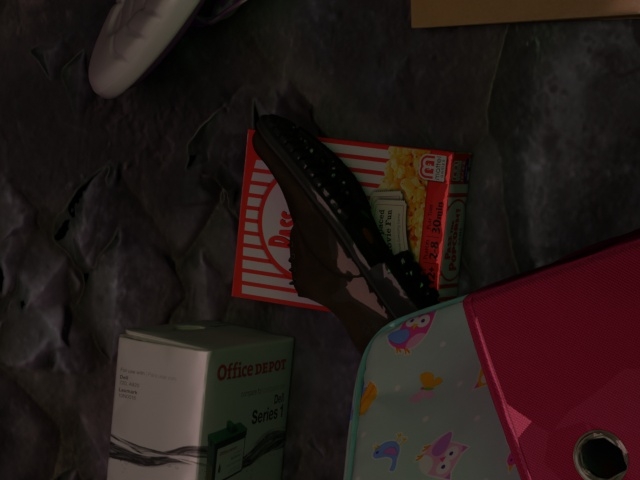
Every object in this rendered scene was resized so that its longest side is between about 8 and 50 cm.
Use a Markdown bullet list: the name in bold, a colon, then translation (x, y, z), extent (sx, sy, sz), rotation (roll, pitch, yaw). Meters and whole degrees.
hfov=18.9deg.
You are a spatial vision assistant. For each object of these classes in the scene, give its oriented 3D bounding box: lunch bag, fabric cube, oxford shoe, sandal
- **lunch bag**: translation (0.119, 0.164, 1.415), extent (0.224, 0.108, 0.279), rotation (-22, 39, 31)
- **fabric cube**: translation (0.293, 0.096, 1.258), extent (0.258, 0.259, 0.254), rotation (-20, 88, 33)
- **oxford shoe**: translation (0.000, 0.000, 1.558), extent (0.096, 0.083, 0.227), rotation (-38, 75, 24)
- **sandal**: translation (-0.051, -0.267, 1.613), extent (0.102, 0.169, 0.416), rotation (32, 109, -19)

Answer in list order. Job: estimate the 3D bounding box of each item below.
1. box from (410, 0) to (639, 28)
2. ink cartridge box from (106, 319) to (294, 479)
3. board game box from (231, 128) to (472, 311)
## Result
- **box**: translation (0.165, -0.256, 1.553), extent (0.201, 0.021, 0.164), rotation (0, 91, 27)
- **ink cartridge box**: translation (-0.103, 0.184, 1.622), extent (0.092, 0.160, 0.219), rotation (8, 95, 25)
- **board game box**: translation (0.025, -0.012, 1.617), extent (0.193, 0.045, 0.147), rotation (7, 94, 27)
